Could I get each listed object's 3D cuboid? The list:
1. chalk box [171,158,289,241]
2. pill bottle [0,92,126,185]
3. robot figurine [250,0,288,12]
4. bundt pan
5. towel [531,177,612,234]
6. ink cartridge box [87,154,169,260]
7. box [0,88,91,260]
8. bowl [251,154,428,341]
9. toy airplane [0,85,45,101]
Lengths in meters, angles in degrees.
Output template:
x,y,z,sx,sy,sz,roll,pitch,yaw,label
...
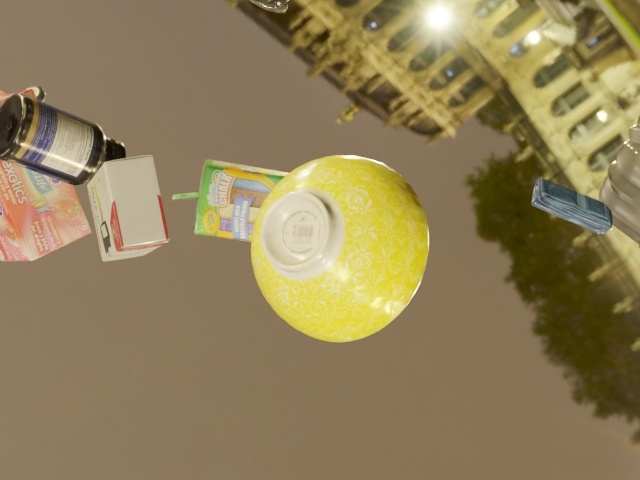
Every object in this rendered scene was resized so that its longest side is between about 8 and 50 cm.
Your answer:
x,y,z,sx,sy,sz,roll,pitch,yaw,label
-0.168,-0.077,1.720,0.213,0.132,0.132,10,-171,-9,chalk box
-0.468,-0.171,1.665,0.219,0.123,0.123,21,-144,-43,pill bottle
-0.088,-0.455,1.260,0.291,0.211,0.085,47,-177,-8,robot figurine
0.623,-0.155,1.705,0.124,0.331,0.331,30,-166,18,bundt pan
0.372,-0.053,1.360,0.119,0.029,0.067,22,-145,-1,towel
-0.287,-0.043,1.364,0.072,0.175,0.127,-11,-93,-23,ink cartridge box
-0.583,-0.122,1.770,0.142,0.154,0.300,-30,-73,-36,box
0.000,0.000,1.368,0.156,0.289,0.289,20,-142,-59,bowl
-0.867,-0.305,2.318,0.386,0.272,0.384,47,158,-11,toy airplane
